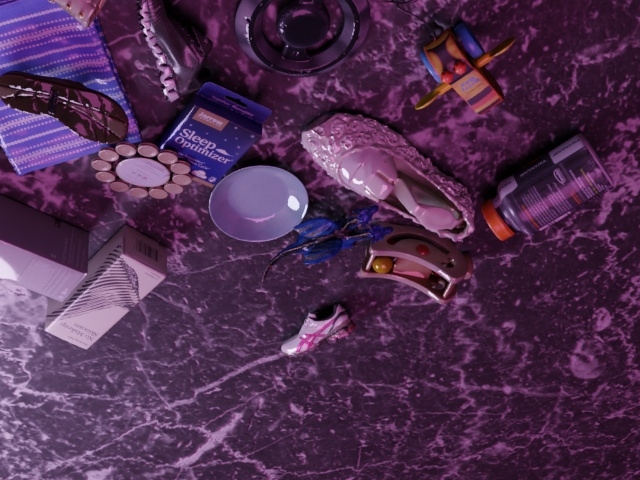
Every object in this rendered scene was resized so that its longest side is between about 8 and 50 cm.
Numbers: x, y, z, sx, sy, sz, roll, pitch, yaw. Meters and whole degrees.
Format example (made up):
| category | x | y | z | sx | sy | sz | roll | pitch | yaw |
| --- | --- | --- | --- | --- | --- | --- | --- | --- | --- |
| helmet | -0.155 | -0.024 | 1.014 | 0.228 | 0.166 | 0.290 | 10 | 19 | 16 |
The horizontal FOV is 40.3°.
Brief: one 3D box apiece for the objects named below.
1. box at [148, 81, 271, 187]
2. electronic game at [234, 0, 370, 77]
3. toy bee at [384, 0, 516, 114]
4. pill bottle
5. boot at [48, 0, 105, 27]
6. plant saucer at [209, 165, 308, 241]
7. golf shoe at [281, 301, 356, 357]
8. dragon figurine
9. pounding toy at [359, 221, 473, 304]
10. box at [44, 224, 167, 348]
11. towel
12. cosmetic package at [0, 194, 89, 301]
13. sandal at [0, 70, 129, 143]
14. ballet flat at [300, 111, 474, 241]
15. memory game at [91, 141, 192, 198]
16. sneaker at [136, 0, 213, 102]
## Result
| category | x | y | z | sx | sy | sz | roll | pitch | yaw |
| --- | --- | --- | --- | --- | --- | --- | --- | --- | --- |
| box | -0.200 | -0.185 | 1.570 | 0.136 | 0.036 | 0.225 | 22 | 139 | -27 |
| electronic game | -0.029 | -0.366 | 1.464 | 0.229 | 0.048 | 0.229 | -5 | 141 | -4 |
| toy bee | 0.222 | -0.296 | 1.498 | 0.298 | 0.162 | 0.195 | 19 | 128 | -25 |
| pill bottle | 0.444 | -0.097 | 1.738 | 0.246 | 0.130 | 0.130 | -33 | 129 | 19 |
| boot | -0.421 | -0.375 | 1.318 | 0.165 | 0.077 | 0.213 | 42 | 98 | -17 |
| plant saucer | -0.122 | -0.080 | 1.717 | 0.195 | 0.037 | 0.195 | -5 | 132 | -5 |
| golf shoe | -0.015 | 0.201 | 1.985 | 0.186 | 0.067 | 0.086 | -27 | 102 | 17 |
| dragon figurine | 0.000 | 0.000 | 1.728 | 0.289 | 0.085 | 0.144 | -18 | 176 | 5 |
| pounding toy | 0.208 | 0.075 | 1.837 | 0.270 | 0.154 | 0.154 | 8 | 130 | -16 |
| box | -0.439 | 0.098 | 1.785 | 0.113 | 0.094 | 0.275 | 31 | 120 | -32 |
| towel | -0.463 | -0.267 | 1.469 | 0.243 | 0.040 | 0.336 | -17 | 133 | -2 |
| cosmetic package | -0.570 | 0.008 | 1.659 | 0.238 | 0.127 | 0.107 | 28 | 122 | -33 |
| sandal | -0.426 | -0.232 | 1.461 | 0.219 | 0.060 | 0.090 | 16 | 122 | -10 |
| ballet flat | 0.151 | -0.113 | 1.672 | 0.409 | 0.147 | 0.147 | 25 | 123 | -28 |
| memory game | -0.329 | -0.129 | 1.613 | 0.186 | 0.012 | 0.186 | 1 | 151 | 1 |
| sneaker | -0.235 | -0.337 | 1.439 | 0.106 | 0.078 | 0.234 | -13 | 137 | -2 |
